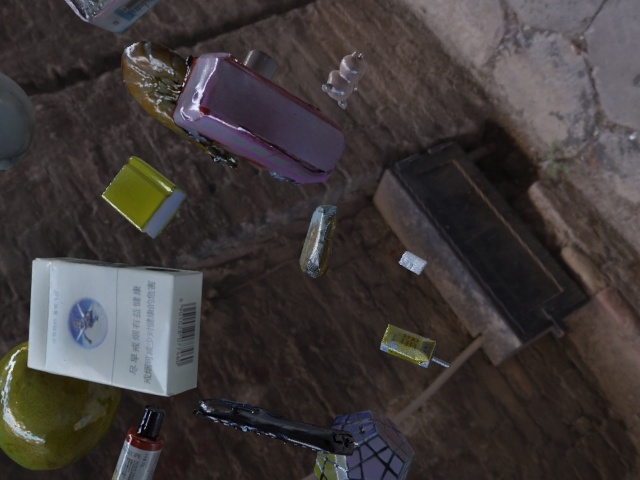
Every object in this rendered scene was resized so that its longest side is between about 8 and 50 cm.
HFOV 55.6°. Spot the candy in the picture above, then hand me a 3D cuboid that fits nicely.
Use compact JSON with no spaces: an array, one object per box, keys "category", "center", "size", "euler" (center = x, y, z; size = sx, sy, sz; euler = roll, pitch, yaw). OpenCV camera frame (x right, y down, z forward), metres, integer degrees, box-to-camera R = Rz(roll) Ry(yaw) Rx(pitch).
[{"category":"candy","center":[-0.923,-0.333,1.653],"size":[0.185,0.295,0.295],"euler":[10,131,30]}]

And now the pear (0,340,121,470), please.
[{"category":"pear","center":[-0.612,0.370,1.400],"size":[0.304,0.304,0.304],"euler":[52,158,31]}]

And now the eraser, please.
[{"category":"eraser","center":[-0.493,-0.125,1.701],"size":[0.226,0.158,0.069],"euler":[35,175,31]}]

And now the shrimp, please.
[{"category":"shrimp","center":[-0.233,-0.241,1.092],"size":[0.152,0.063,0.287],"euler":[-25,123,39]}]

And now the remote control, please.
[{"category":"remote control","center":[-0.111,0.437,1.444],"size":[0.399,0.062,0.144],"euler":[5,165,28]}]

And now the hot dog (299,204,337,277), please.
[{"category":"hot dog","center":[0.000,0.000,2.158],"size":[0.163,0.082,0.270],"euler":[14,89,64]}]

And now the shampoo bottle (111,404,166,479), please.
[{"category":"shampoo bottle","center":[-0.499,0.593,1.681],"size":[0.104,0.104,0.278],"euler":[16,87,66]}]

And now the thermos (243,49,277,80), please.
[{"category":"thermos","center":[-0.211,-0.495,1.960],"size":[0.137,0.193,0.105],"euler":[32,162,-26]}]

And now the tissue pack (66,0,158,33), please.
[{"category":"tissue pack","center":[-0.397,-0.522,1.209],"size":[0.124,0.201,0.271],"euler":[46,-175,-16]}]

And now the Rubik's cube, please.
[{"category":"Rubik's cube","center":[0.136,0.693,1.906],"size":[0.319,0.319,0.264],"euler":[25,141,62]}]

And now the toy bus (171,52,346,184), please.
[{"category":"toy bus","center":[-0.095,-0.193,1.022],"size":[0.303,0.127,0.147],"euler":[24,172,-34]}]

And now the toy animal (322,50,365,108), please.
[{"category":"toy animal","center":[0.065,-0.430,1.597],"size":[0.083,0.089,0.150],"euler":[32,113,1]}]

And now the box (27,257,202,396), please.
[{"category":"box","center":[-0.294,0.115,0.862],"size":[0.257,0.069,0.164],"euler":[4,92,24]}]

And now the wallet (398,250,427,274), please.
[{"category":"wallet","center":[0.254,0.061,1.673],"size":[0.011,0.044,0.083],"euler":[36,177,-42]}]

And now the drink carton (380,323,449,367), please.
[{"category":"drink carton","center":[0.276,0.312,1.739],"size":[0.200,0.084,0.074],"euler":[19,150,14]}]
